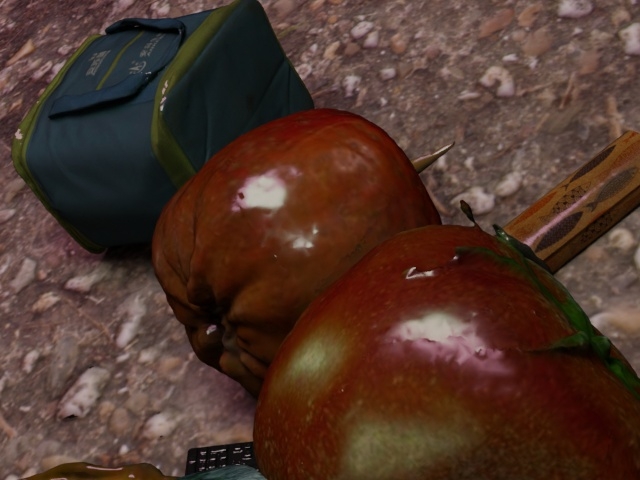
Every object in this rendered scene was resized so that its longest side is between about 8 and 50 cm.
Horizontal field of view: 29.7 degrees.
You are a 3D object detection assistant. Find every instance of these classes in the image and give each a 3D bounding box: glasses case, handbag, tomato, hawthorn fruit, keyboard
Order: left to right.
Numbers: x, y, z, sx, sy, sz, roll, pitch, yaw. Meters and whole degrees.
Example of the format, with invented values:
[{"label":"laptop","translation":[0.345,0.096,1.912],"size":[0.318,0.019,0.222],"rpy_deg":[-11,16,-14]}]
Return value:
[{"label":"handbag","translation":[-0.168,-0.126,1.325],"size":[0.241,0.222,0.263],"rpy_deg":[-6,45,35]},{"label":"hawthorn fruit","translation":[-0.018,0.012,1.060],"size":[0.258,0.258,0.262],"rpy_deg":[-9,29,24]},{"label":"keyboard","translation":[-0.013,0.184,0.998],"size":[0.204,0.013,0.061],"rpy_deg":[-7,36,6]},{"label":"tomato","translation":[0.097,0.138,0.802],"size":[0.239,0.303,0.303],"rpy_deg":[-43,36,12]},{"label":"glasses case","translation":[0.238,-0.034,1.106],"size":[0.170,0.041,0.064],"rpy_deg":[-36,39,-10]}]

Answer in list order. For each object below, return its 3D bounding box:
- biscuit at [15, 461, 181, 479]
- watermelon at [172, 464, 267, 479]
[{"label":"biscuit","translation":[-0.230,0.328,0.969],"size":[0.329,0.078,0.335],"rpy_deg":[-10,42,19]},{"label":"watermelon","translation":[-0.126,0.325,0.744],"size":[0.387,0.258,0.228],"rpy_deg":[-45,3,-3]}]
